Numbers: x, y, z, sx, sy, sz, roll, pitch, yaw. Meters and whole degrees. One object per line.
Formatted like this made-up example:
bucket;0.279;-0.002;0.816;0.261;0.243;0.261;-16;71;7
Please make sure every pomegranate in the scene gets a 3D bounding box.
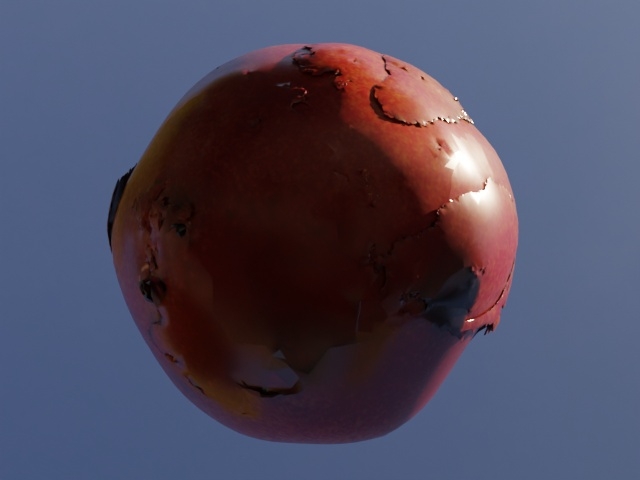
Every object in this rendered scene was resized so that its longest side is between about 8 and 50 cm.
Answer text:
pomegranate;0.000;0.000;0.905;0.210;0.235;0.210;2;-84;17
